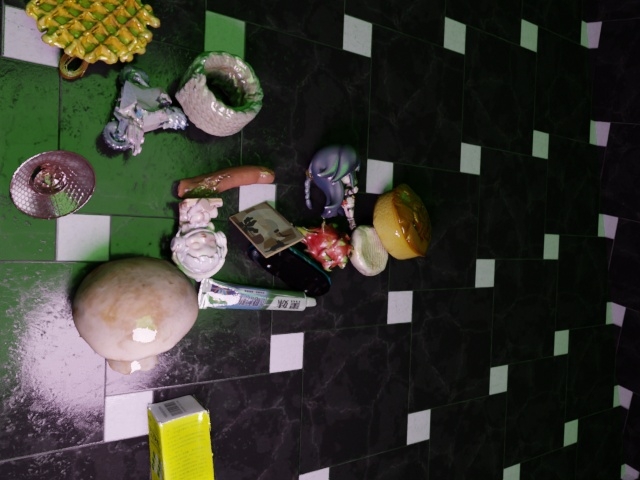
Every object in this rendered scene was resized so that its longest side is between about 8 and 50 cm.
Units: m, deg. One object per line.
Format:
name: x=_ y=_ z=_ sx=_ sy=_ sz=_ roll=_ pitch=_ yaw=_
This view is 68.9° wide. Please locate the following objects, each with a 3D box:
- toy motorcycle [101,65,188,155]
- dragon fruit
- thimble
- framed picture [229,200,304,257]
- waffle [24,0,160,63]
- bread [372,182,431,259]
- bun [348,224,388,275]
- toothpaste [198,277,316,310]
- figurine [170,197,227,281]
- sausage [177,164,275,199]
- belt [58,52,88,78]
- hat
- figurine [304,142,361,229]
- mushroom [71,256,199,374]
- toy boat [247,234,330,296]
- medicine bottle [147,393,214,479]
toy motorcycle: x=-0.448 y=-0.326 z=1.233 sx=0.204 sy=0.108 sz=0.239 roll=19 pitch=82 yaw=-31
dragon fruit: x=0.003 y=-0.002 z=1.510 sx=0.236 sy=0.135 sz=0.137 roll=40 pitch=97 yaw=-7
thimble: x=-0.279 y=-0.402 z=1.287 sx=0.219 sy=0.150 sz=0.219 roll=14 pitch=67 yaw=-37
framed picture: x=-0.161 y=-0.038 z=1.389 sx=0.136 sy=0.201 sz=0.010 roll=-28 pitch=143 yaw=-28
waffle: x=-0.562 y=-0.574 z=1.167 sx=0.309 sy=0.065 sz=0.283 roll=-7 pitch=87 yaw=-36
bread: x=0.298 y=-0.062 z=1.646 sx=0.270 sy=0.148 sz=0.270 roll=30 pitch=50 yaw=-44
bun: x=0.150 y=0.038 z=1.624 sx=0.183 sy=0.102 sz=0.183 roll=16 pitch=67 yaw=-43
toothpaste: x=-0.184 y=0.178 z=1.445 sx=0.392 sy=0.061 sz=0.099 roll=8 pitch=101 yaw=-30
figurine: x=-0.333 y=-0.001 z=1.298 sx=0.162 sy=0.141 sz=0.237 roll=1 pitch=91 yaw=-37
sausage: x=-0.272 y=-0.176 z=1.371 sx=0.304 sy=0.078 sz=0.078 roll=-19 pitch=101 yaw=-31
belt: x=-0.615 y=-0.442 z=1.168 sx=0.059 sy=0.036 sz=0.083 roll=39 pitch=72 yaw=-28
hat: x=-0.657 y=-0.151 z=1.134 sx=0.193 sy=0.082 sz=0.193 roll=-33 pitch=146 yaw=-26
figurine: x=0.050 y=-0.182 z=1.518 sx=0.197 sy=0.175 sz=0.265 roll=15 pitch=76 yaw=-27
mushroom: x=-0.464 y=0.193 z=1.187 sx=0.297 sy=0.297 sz=0.290 roll=-10 pitch=133 yaw=-31
toy boat: x=-0.084 y=0.068 z=1.481 sx=0.299 sy=0.134 sz=0.092 roll=38 pitch=40 yaw=-31
medicine bottle: x=-0.388 y=0.575 z=1.288 sx=0.141 sy=0.137 sz=0.250 roll=-7 pitch=96 yaw=-32
